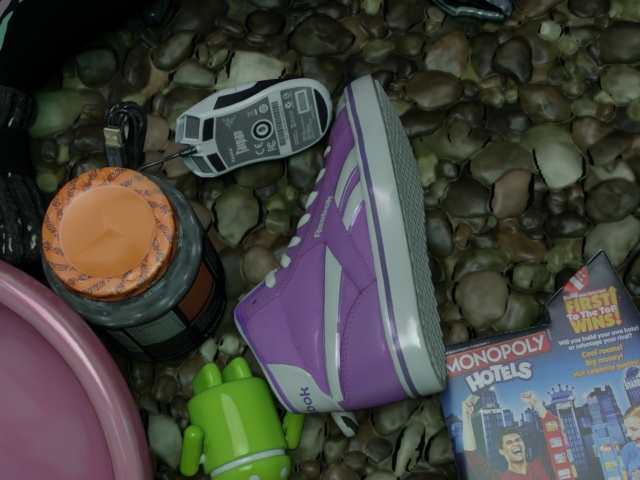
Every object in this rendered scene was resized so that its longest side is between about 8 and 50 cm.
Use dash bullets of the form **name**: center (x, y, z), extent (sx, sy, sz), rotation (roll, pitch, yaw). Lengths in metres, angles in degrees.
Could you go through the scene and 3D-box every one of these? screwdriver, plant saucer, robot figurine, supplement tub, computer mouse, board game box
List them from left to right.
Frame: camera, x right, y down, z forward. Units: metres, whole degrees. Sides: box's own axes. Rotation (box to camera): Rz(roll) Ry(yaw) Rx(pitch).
- **plant saucer**: center (-0.264, 0.161, 0.864), extent (0.332, 0.084, 0.332), rotation (3, 100, 17)
- **supplement tub**: center (-0.137, 0.019, 0.895), extent (0.117, 0.190, 0.117), rotation (-1, 73, 3)
- **screwdriver**: center (-0.130, -0.265, 1.071), extent (0.024, 0.025, 0.170), rotation (10, 66, 7)
- **computer mouse**: center (-0.084, -0.088, 0.988), extent (0.193, 0.106, 0.042), rotation (-18, 35, -12)
- **robot figurine**: center (-0.062, 0.149, 0.916), extent (0.101, 0.067, 0.115), rotation (-8, 70, -30)
- **board game box**: center (0.188, 0.114, 0.914), extent (0.194, 0.060, 0.194), rotation (-11, 72, 1)

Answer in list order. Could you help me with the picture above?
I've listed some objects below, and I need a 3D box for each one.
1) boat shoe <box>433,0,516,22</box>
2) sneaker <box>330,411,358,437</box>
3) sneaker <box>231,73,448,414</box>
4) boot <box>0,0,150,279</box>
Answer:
- **boat shoe**: center (0.091, -0.251, 1.023), extent (0.183, 0.065, 0.083), rotation (20, 77, 9)
- **sneaker**: center (0.017, 0.112, 0.940), extent (0.037, 0.032, 0.083), rotation (-21, 74, -2)
- **sneaker**: center (0.000, 0.000, 0.931), extent (0.161, 0.102, 0.282), rotation (-15, 54, 18)
- **boot**: center (-0.244, -0.104, 0.967), extent (0.348, 0.131, 0.260), rotation (-25, 68, 6)
